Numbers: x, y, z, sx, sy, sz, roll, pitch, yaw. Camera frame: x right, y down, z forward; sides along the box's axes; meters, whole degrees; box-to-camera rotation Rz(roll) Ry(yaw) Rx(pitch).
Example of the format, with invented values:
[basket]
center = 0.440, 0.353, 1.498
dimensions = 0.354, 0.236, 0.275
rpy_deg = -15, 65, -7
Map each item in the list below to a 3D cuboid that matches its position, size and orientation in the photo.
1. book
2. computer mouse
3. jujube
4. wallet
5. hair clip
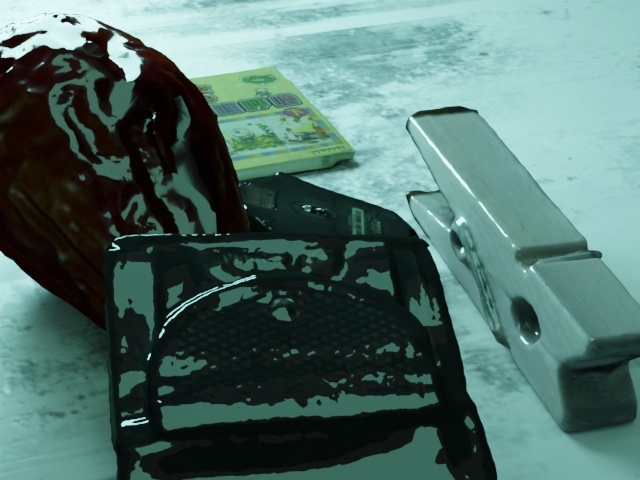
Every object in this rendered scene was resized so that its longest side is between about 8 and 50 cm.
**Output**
[book]
center = -0.081, -0.107, 1.571
dimensions = 0.168, 0.013, 0.192
rpy_deg = -10, 33, -22
[computer mouse]
center = 0.000, 0.000, 1.364
dimensions = 0.172, 0.057, 0.099
rpy_deg = 14, 28, -6
[jujube]
center = -0.169, -0.050, 1.294
dimensions = 0.197, 0.197, 0.290
rpy_deg = -18, 56, -33
[wallet]
center = -0.012, 0.118, 1.101
dimensions = 0.247, 0.041, 0.323
rpy_deg = -2, 52, -9
[hair clip]
center = 0.156, 0.013, 1.320
dimensions = 0.085, 0.101, 0.331
rpy_deg = -4, 33, -22
